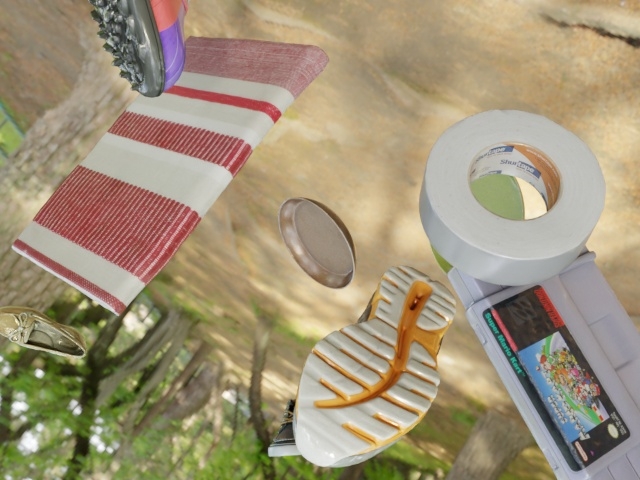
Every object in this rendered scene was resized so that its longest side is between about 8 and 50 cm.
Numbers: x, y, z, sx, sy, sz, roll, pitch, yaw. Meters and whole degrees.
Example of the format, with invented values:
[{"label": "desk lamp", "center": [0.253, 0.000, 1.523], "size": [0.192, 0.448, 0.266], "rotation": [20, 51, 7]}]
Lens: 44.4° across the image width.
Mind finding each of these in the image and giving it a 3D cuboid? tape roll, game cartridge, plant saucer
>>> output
[{"label": "tape roll", "center": [0.235, -0.056, 0.977], "size": [0.219, 0.219, 0.072], "rotation": [31, 156, 16]}, {"label": "game cartridge", "center": [0.333, 0.155, 1.013], "size": [0.068, 0.230, 0.355], "rotation": [-45, 68, 49]}, {"label": "plant saucer", "center": [0.000, 0.000, 1.247], "size": [0.168, 0.029, 0.168], "rotation": [35, 144, 30]}, {"label": "plant saucer", "center": [0.290, -0.038, 1.439], "size": [0.037, 0.241, 0.241], "rotation": [6, -175, -34]}]

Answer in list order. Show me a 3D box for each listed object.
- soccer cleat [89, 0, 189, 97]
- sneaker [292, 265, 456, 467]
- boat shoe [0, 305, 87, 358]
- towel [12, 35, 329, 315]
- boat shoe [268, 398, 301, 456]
[{"label": "soccer cleat", "center": [-0.150, -0.267, 0.685], "size": [0.108, 0.116, 0.318], "rotation": [-55, 49, 55]}, {"label": "sneaker", "center": [0.039, 0.098, 0.563], "size": [0.084, 0.215, 0.083], "rotation": [34, 122, 11]}, {"label": "boat shoe", "center": [-0.439, 0.146, 1.226], "size": [0.153, 0.056, 0.048], "rotation": [30, 177, -26]}, {"label": "towel", "center": [-0.160, -0.086, 0.820], "size": [0.237, 0.329, 0.037], "rotation": [19, 157, 46]}, {"label": "boat shoe", "center": [-0.042, 0.298, 1.266], "size": [0.065, 0.083, 0.183], "rotation": [-7, 172, 13]}]
